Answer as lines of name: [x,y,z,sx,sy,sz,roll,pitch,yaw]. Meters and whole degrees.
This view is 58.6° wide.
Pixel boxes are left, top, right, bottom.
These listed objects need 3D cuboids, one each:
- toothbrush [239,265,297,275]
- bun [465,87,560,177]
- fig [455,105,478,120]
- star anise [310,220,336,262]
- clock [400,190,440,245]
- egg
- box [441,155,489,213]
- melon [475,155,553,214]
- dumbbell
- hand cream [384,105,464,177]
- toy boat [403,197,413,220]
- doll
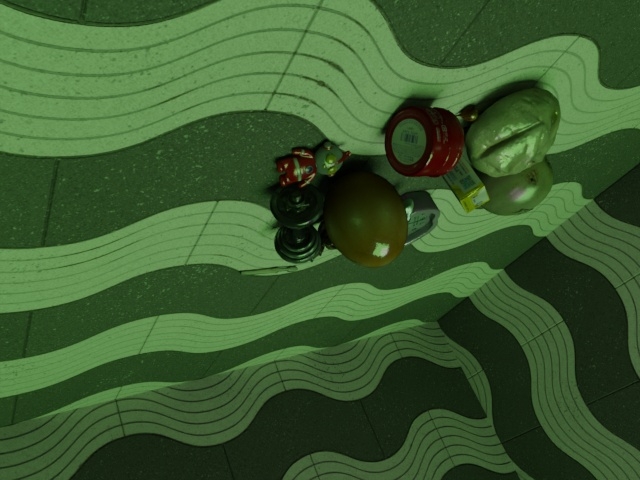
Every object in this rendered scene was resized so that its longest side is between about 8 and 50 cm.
toothbrush: [-0.216,0.129,2.421,0.294,0.026,0.028,-1,162,-42]
bun: [0.691,-0.361,2.016,0.365,0.219,0.365,-27,159,-12]
fig: [0.496,-0.427,1.943,0.083,0.050,0.050,-9,161,19]
star anise: [0.000,0.000,2.172,0.182,0.195,0.065,-56,134,-9]
clock: [0.340,-0.075,2.436,0.339,0.102,0.338,-19,155,-9]
egg: [0.154,-0.073,1.958,0.283,0.351,0.282,-18,161,-7]
box: [0.481,-0.242,2.029,0.097,0.265,0.168,-34,154,12]
melon: [0.779,-0.232,2.326,0.330,0.268,0.268,-32,156,34]
dumbbell: [-0.081,-0.058,1.986,0.179,0.179,0.406,-20,156,-11]
hand cream: [0.323,-0.311,1.799,0.149,0.230,0.230,-4,148,-38]
toy boat: [0.203,-0.077,2.234,0.215,0.123,0.330,29,110,-21]
doll: [-0.017,-0.241,1.797,0.245,0.076,0.142,-15,133,-9]
